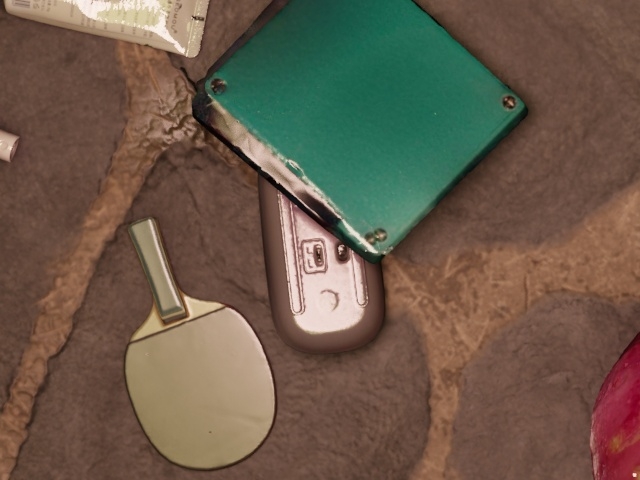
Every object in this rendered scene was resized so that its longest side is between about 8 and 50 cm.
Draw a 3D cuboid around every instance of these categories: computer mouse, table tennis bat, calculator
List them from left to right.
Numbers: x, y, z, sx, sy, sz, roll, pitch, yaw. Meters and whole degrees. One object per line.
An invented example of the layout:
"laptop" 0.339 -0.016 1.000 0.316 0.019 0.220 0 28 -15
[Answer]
"table tennis bat" -0.141 0.107 1.818 0.154 0.021 0.274 -20 88 6
"computer mouse" 0.000 0.001 1.779 0.120 0.057 0.232 -8 83 -3
"calculator" 0.039 -0.137 1.749 0.274 0.058 0.248 40 75 6

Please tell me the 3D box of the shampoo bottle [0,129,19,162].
"shampoo bottle" -0.459 -0.144 1.831 0.303 0.092 0.092 21 91 7

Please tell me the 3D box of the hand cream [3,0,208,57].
"hand cream" -0.235 -0.249 1.830 0.234 0.050 0.080 10 89 3

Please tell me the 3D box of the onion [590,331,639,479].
"onion" 0.423 0.208 1.617 0.358 0.345 0.358 1 79 -5
